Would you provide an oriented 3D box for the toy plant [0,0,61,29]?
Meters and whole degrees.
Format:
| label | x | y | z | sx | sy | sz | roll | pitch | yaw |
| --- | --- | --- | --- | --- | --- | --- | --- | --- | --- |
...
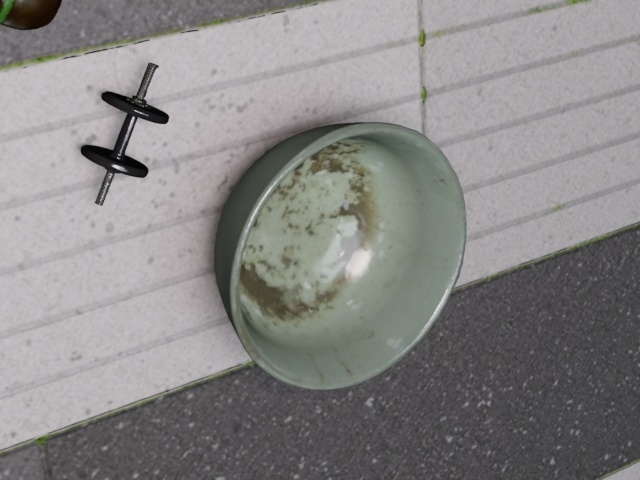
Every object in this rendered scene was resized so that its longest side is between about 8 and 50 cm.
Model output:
| label | x | y | z | sx | sy | sz | roll | pitch | yaw |
| --- | --- | --- | --- | --- | --- | --- | --- | --- | --- |
| toy plant | -0.301 | -0.231 | 1.008 | 0.162 | 0.093 | 0.092 | 5 | 107 | -32 |

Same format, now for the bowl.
| label | x | y | z | sx | sy | sz | roll | pitch | yaw |
| --- | --- | --- | --- | --- | --- | --- | --- | --- | --- |
| bowl | 0.000 | 0.000 | 1.268 | 0.289 | 0.146 | 0.289 | -13 | 115 | -29 |

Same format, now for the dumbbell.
| label | x | y | z | sx | sy | sz | roll | pitch | yaw |
| --- | --- | --- | --- | --- | --- | --- | --- | --- | --- |
| dumbbell | -0.187 | -0.101 | 1.150 | 0.069 | 0.069 | 0.147 | 16 | 100 | -37 |
